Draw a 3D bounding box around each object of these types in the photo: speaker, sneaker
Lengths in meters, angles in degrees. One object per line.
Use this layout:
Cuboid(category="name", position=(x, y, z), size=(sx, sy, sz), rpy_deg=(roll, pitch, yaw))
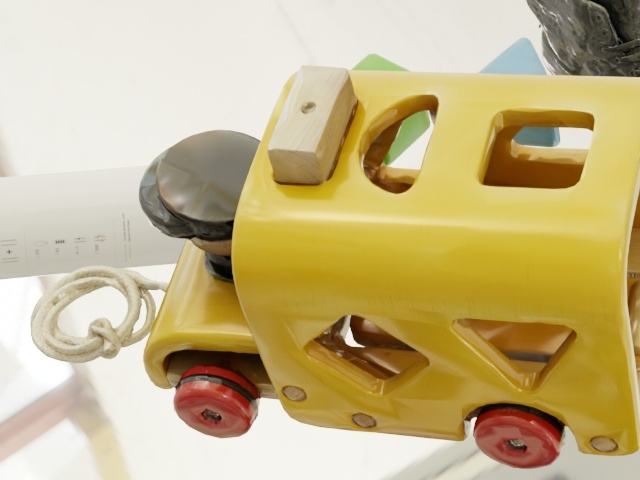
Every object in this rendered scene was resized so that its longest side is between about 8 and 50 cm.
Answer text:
Cuboid(category="speaker", position=(-0.137, -0.008, 0.864), size=(0.055, 0.136, 0.055), rpy_deg=(174, -90, -81))
Cuboid(category="sneaker", position=(0.159, -0.104, 0.856), size=(0.170, 0.051, 0.089), rpy_deg=(43, -24, 30))

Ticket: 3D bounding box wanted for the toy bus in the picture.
Cuboid(category="toy bus", position=(0.013, -0.003, 0.510), size=(0.191, 0.202, 0.104), rpy_deg=(49, -16, 41))
